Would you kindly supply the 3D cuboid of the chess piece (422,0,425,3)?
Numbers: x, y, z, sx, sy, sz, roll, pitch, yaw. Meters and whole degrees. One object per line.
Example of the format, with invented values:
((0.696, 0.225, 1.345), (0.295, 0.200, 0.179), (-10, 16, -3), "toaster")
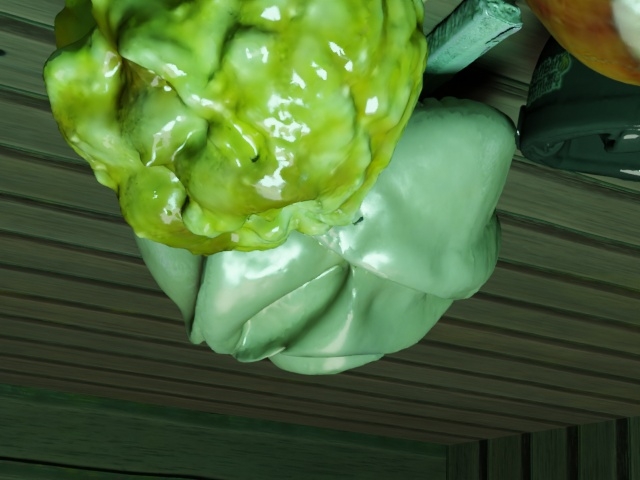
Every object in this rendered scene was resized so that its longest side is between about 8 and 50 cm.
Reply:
((0.083, -0.224, 1.052), (0.066, 0.066, 0.122), (11, 155, -26), "chess piece")

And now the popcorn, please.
((-0.053, -0.133, 0.999), (0.282, 0.247, 0.282), (15, 141, 13), "popcorn")

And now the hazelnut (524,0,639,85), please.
((0.224, -0.191, 0.946), (0.214, 0.176, 0.214), (26, -179, -1), "hazelnut")

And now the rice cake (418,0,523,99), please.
((0.116, -0.171, 1.267), (0.043, 0.034, 0.211), (11, 162, -18), "rice cake")

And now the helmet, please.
((0.281, -0.131, 1.160), (0.230, 0.160, 0.279), (6, 178, -11), "helmet")

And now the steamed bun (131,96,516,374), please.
((0.000, 0.000, 1.359), (0.368, 0.255, 0.342), (-4, -178, -7), "steamed bun")
